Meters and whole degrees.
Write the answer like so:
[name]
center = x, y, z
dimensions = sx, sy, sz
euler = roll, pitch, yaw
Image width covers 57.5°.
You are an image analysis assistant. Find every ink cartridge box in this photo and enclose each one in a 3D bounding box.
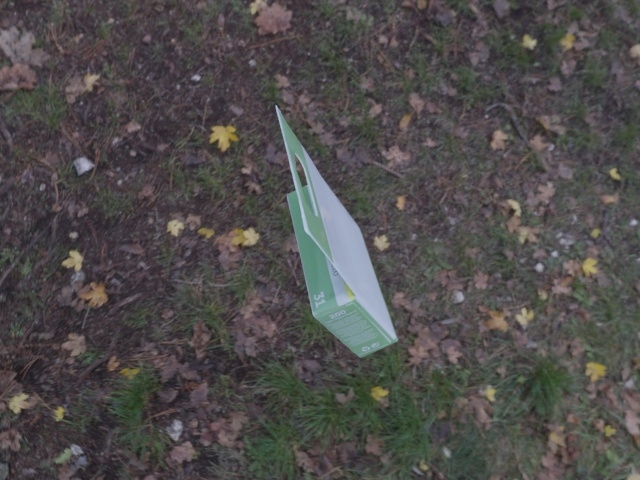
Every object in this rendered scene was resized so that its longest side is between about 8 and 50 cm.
[ink cartridge box]
center = 0.000, 0.000, 0.608
dimensions = 0.235, 0.056, 0.171
euler = 49, 21, -48
